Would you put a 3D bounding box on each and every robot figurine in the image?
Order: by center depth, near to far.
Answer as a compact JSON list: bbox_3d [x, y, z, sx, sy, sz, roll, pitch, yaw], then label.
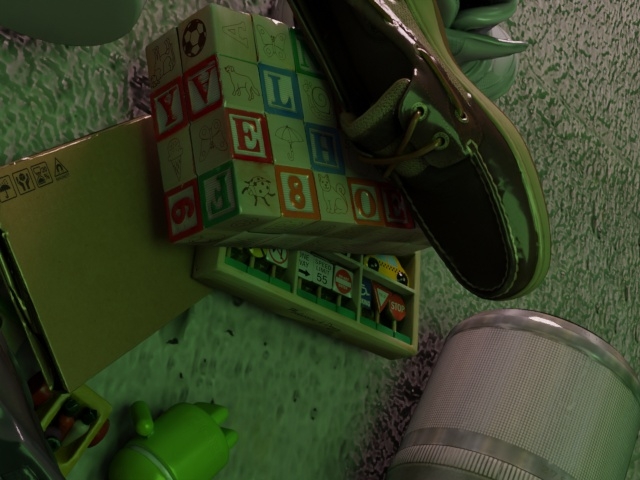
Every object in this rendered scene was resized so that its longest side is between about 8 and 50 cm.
[{"bbox_3d":[-0.120,0.176,0.723,0.115,0.067,0.101,-38,119,-40],"label":"robot figurine"}]

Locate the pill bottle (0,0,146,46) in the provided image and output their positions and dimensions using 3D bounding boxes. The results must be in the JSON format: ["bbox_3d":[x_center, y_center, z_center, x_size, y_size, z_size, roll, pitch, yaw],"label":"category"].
[{"bbox_3d":[-0.157,-0.342,0.658,0.210,0.210,0.363,33,63,-37],"label":"pill bottle"}]

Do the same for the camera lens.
[{"bbox_3d":[0.193,0.224,0.917,0.219,0.219,0.274,49,54,-28],"label":"camera lens"}]

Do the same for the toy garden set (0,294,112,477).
[{"bbox_3d":[-0.261,0.147,0.601,0.204,0.049,0.244,48,54,-29],"label":"toy garden set"}]

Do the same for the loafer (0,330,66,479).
[{"bbox_3d":[-0.240,0.084,0.556,0.109,0.095,0.303,-27,99,-11],"label":"loafer"}]

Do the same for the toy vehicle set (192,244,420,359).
[{"bbox_3d":[0.000,0.000,0.868,0.266,0.035,0.166,26,57,-39],"label":"toy vehicle set"}]

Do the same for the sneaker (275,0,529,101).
[{"bbox_3d":[0.147,-0.215,0.938,0.365,0.210,0.138,-1,85,-45],"label":"sneaker"}]

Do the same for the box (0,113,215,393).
[{"bbox_3d":[-0.165,0.002,0.697,0.201,0.021,0.165,-38,113,-58],"label":"box"}]

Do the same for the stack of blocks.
[{"bbox_3d":[-0.001,-0.083,0.802,0.297,0.087,0.171,5,71,-47],"label":"stack of blocks"}]

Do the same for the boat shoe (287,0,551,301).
[{"bbox_3d":[0.065,-0.097,0.729,0.123,0.123,0.342,-22,87,-42],"label":"boat shoe"}]
